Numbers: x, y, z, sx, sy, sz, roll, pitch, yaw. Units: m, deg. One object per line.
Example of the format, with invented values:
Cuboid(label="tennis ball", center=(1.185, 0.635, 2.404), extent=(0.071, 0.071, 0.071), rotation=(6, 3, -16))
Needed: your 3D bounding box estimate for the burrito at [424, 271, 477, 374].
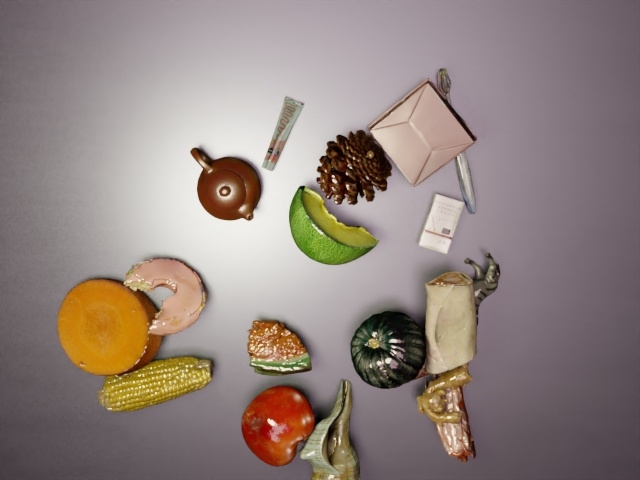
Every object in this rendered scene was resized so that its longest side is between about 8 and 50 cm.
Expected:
Cuboid(label="burrito", center=(0.359, 0.235, 1.700), extent=(0.144, 0.105, 0.299), rotation=(-1, 112, 8))

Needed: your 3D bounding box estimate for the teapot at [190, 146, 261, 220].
Cuboid(label="teapot", center=(-0.266, -0.155, 1.677), extent=(0.178, 0.135, 0.252), rotation=(-41, 98, 3))

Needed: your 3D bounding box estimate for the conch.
Cuboid(label="conch", center=(0.018, 0.612, 1.800), extent=(0.170, 0.203, 0.385), rotation=(-13, 75, 28))

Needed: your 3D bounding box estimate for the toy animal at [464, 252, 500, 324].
Cuboid(label="toy animal", center=(0.439, 0.155, 1.756), extent=(0.217, 0.073, 0.176), rotation=(-40, 103, 3))

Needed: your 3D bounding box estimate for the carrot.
Cuboid(label="carrot", center=(-0.600, 0.240, 1.739), extent=(0.307, 0.100, 0.258), rotation=(43, 81, 9))

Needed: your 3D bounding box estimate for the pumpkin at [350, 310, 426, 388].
Cuboid(label="pumpkin", center=(0.189, 0.305, 1.715), extent=(0.162, 0.220, 0.220), rotation=(29, 102, -43))

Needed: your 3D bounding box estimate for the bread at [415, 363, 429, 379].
Cuboid(label="bread", center=(0.287, 0.354, 1.809), extent=(0.090, 0.035, 0.094), rotation=(-23, 100, 5))

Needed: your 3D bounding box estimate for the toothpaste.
Cuboid(label="toothpaste", center=(-0.110, -0.291, 1.701), extent=(0.056, 0.036, 0.205), rotation=(22, 96, -1))

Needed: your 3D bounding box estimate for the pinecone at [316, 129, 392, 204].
Cuboid(label="pinecone", center=(0.081, -0.186, 1.645), extent=(0.208, 0.208, 0.207), rotation=(0, 100, 1))

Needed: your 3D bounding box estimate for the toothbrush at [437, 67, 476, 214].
Cuboid(label="toothbrush", center=(0.379, -0.269, 1.696), extent=(0.035, 0.042, 0.413), rotation=(-15, 102, 3))

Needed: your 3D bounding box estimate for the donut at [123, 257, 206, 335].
Cuboid(label="donut", center=(-0.426, 0.153, 1.720), extent=(0.199, 0.085, 0.232), rotation=(-19, 70, -34))

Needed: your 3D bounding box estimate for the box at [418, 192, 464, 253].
Cuboid(label="box", center=(0.338, -0.048, 1.734), extent=(0.084, 0.040, 0.154), rotation=(17, 99, -3))

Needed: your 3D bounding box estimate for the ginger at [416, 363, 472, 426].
Cuboid(label="ginger", center=(0.357, 0.433, 1.771), extent=(0.177, 0.052, 0.193), rotation=(-16, 72, 11))

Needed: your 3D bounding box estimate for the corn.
Cuboid(label="corn", center=(-0.482, 0.412, 1.788), extent=(0.347, 0.130, 0.130), rotation=(-14, 100, 0))

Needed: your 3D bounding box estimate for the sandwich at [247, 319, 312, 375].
Cuboid(label="sandwich", center=(-0.117, 0.311, 1.780), extent=(0.185, 0.109, 0.159), rotation=(-2, 80, 3))

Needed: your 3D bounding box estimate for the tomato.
Cuboid(label="tomato", center=(-0.142, 0.528, 1.758), extent=(0.200, 0.140, 0.233), rotation=(33, 98, 35))

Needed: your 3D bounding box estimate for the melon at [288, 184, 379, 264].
Cuboid(label="melon", center=(0.000, 0.000, 1.676), extent=(0.265, 0.129, 0.169), rotation=(35, 131, -4))

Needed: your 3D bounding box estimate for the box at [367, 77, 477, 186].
Cuboid(label="box", center=(0.272, -0.286, 1.649), extent=(0.215, 0.086, 0.215), rotation=(-37, 97, 18))

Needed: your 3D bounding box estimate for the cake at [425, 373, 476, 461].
Cuboid(label="cake", center=(0.386, 0.517, 1.805), extent=(0.098, 0.135, 0.287), rotation=(-19, 90, 19))
